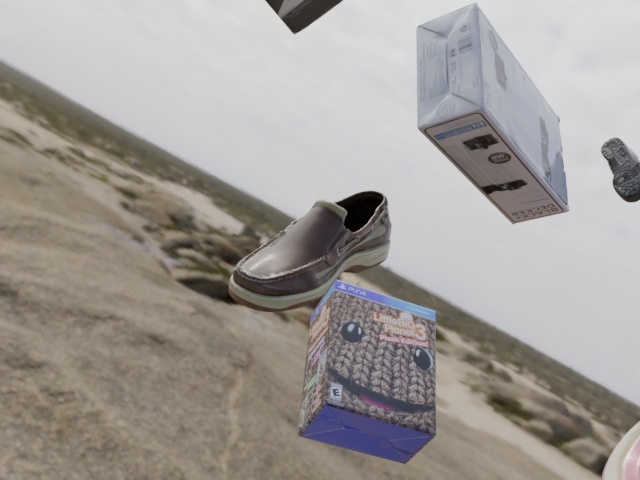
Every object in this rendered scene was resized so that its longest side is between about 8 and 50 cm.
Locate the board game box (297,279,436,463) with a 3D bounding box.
[{"bbox_3d":[0.098,0.259,1.614,0.232,0.291,0.141,18,-43,-13],"label":"board game box"}]

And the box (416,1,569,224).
[{"bbox_3d":[0.236,-0.157,1.090,0.087,0.169,0.290,-16,-31,32],"label":"box"}]

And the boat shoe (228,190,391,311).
[{"bbox_3d":[-0.006,-0.003,0.913,0.095,0.095,0.257,23,27,27],"label":"boat shoe"}]

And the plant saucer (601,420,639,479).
[{"bbox_3d":[0.382,0.209,0.711,0.084,0.332,0.332,61,-6,-7],"label":"plant saucer"}]

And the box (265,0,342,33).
[{"bbox_3d":[0.016,-0.270,0.458,0.076,0.242,0.307,58,9,16],"label":"box"}]

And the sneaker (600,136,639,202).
[{"bbox_3d":[0.487,-0.101,1.273,0.089,0.051,0.170,40,30,-31],"label":"sneaker"}]
